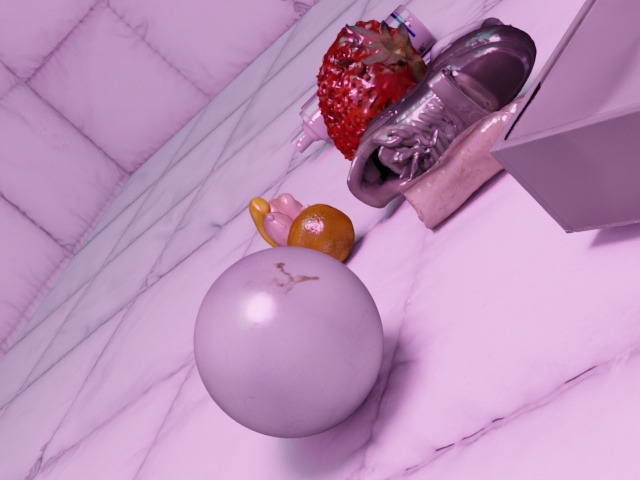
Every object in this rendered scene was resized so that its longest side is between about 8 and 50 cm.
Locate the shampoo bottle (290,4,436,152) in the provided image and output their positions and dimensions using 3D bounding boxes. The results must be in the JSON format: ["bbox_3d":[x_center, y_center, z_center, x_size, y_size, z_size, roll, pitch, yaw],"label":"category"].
[{"bbox_3d":[0.063,-0.268,1.844,0.303,0.092,0.092,-44,16,10],"label":"shampoo bottle"}]

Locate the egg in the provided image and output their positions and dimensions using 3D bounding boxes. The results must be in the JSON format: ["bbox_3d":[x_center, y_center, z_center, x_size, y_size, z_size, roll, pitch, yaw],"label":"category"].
[{"bbox_3d":[-0.033,0.096,1.048,0.183,0.183,0.264,-48,9,-3],"label":"egg"}]

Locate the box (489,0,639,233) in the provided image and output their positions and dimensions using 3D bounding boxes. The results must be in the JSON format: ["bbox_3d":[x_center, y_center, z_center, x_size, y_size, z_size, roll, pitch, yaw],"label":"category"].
[{"bbox_3d":[0.290,-0.129,0.842,0.225,0.117,0.225,-55,20,-23],"label":"box"}]

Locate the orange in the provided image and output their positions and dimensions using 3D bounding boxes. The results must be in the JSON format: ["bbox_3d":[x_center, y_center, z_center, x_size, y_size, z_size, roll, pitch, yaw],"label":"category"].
[{"bbox_3d":[0.000,0.000,1.379,0.095,0.085,0.085,-64,13,11],"label":"orange"}]

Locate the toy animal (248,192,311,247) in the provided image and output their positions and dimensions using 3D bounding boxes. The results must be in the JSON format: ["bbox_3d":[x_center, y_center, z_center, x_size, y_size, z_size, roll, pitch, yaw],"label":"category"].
[{"bbox_3d":[-0.058,-0.040,1.632,0.082,0.091,0.114,-36,12,-13],"label":"toy animal"}]

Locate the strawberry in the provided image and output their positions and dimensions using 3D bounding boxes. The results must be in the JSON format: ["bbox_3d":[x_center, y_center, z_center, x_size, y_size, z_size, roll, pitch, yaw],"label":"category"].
[{"bbox_3d":[0.069,-0.206,1.531,0.184,0.187,0.201,-27,-28,-47],"label":"strawberry"}]

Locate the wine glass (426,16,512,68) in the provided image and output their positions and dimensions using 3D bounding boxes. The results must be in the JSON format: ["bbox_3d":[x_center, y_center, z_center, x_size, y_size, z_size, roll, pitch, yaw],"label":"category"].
[{"bbox_3d":[0.183,-0.269,1.578,0.074,0.074,0.262,-55,19,-25],"label":"wine glass"}]

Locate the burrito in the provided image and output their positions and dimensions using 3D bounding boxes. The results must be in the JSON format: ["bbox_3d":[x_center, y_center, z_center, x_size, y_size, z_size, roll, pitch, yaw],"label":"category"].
[{"bbox_3d":[0.170,-0.090,1.185,0.226,0.060,0.087,-40,12,30],"label":"burrito"}]

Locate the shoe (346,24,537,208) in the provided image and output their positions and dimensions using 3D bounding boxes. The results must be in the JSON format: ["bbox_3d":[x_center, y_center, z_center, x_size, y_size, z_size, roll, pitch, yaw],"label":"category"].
[{"bbox_3d":[0.142,-0.133,1.300,0.293,0.109,0.149,-36,23,44],"label":"shoe"}]
